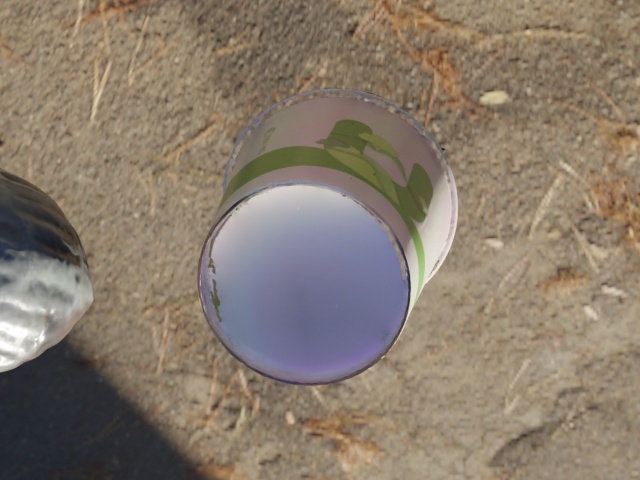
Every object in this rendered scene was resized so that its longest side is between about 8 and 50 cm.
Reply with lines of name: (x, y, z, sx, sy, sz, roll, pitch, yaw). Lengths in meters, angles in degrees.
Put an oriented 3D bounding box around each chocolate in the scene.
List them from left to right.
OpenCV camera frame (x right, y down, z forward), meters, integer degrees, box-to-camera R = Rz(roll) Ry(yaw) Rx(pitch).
chocolate: (-0.151, 0.000, 0.349, 0.167, 0.072, 0.072, 16, 130, -23)

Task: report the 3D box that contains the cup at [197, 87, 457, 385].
cup: (0.000, 0.000, 1.070, 0.253, 0.274, 0.253, 3, 108, 9)
